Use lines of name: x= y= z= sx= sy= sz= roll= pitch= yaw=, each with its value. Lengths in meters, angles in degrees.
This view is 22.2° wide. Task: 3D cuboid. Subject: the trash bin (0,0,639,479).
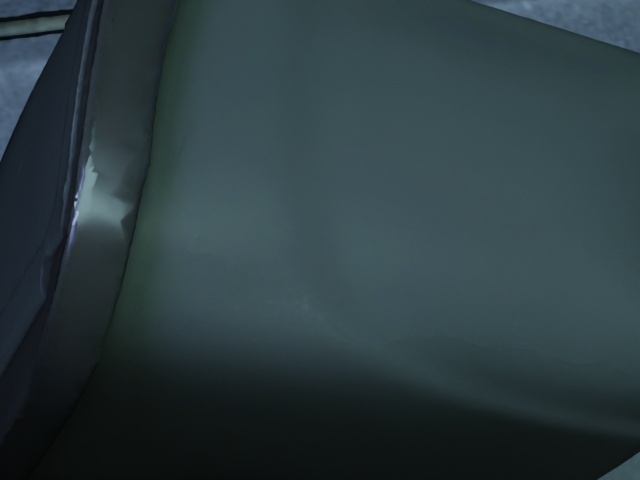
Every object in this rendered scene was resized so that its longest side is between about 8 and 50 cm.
trash bin: x=0.000 y=0.000 z=0.643 sx=0.250 sy=0.220 sz=0.219 roll=11 pitch=61 yaw=-20
